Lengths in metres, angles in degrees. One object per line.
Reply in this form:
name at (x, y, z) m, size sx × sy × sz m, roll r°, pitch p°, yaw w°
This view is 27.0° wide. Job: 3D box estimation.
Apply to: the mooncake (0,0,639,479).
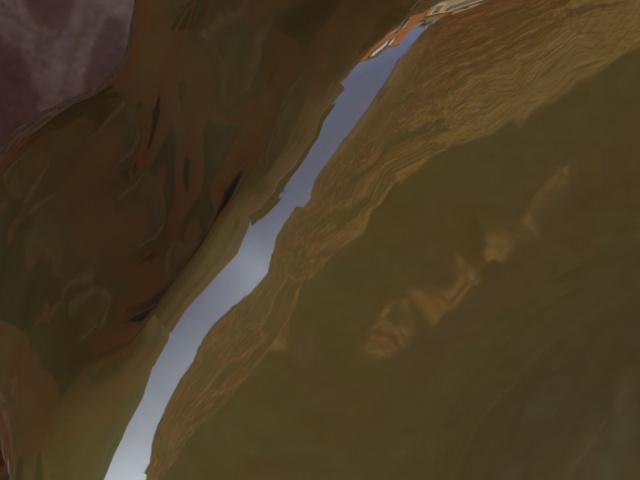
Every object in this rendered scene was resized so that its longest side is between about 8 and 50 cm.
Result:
mooncake at (0.083, 0.041, 0.589) m, size 0.467 × 0.467 × 0.262 m, roll -67°, pitch 31°, yaw 26°
